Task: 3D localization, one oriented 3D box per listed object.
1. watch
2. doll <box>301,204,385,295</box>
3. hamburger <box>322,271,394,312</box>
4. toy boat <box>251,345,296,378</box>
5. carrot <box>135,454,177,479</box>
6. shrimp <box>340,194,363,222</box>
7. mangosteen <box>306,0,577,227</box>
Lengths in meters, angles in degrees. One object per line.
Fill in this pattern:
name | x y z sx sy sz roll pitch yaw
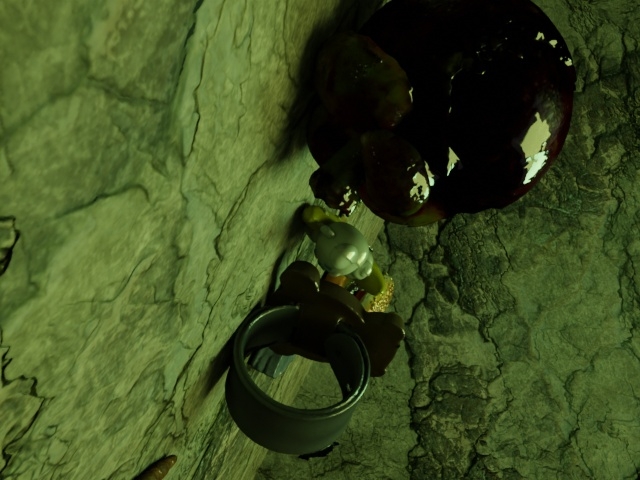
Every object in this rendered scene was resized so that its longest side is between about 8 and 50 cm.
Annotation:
watch | -0.017 0.268 1.115 0.326 0.335 0.314 -67 177 -46
doll | 0.042 0.019 1.114 0.111 0.252 0.237 -38 133 3
hamburger | 0.113 0.233 1.970 0.330 0.250 0.330 -60 169 -19
toy boat | -0.112 0.294 1.457 0.283 0.078 0.127 13 101 -79
carrot | -0.291 0.413 0.943 0.035 0.036 0.165 -64 173 4
shrimp | 0.111 -0.132 1.588 0.150 0.051 0.217 -41 161 -49
mangosteen | 0.172 -0.216 0.843 0.381 0.422 0.380 171 -90 -80
